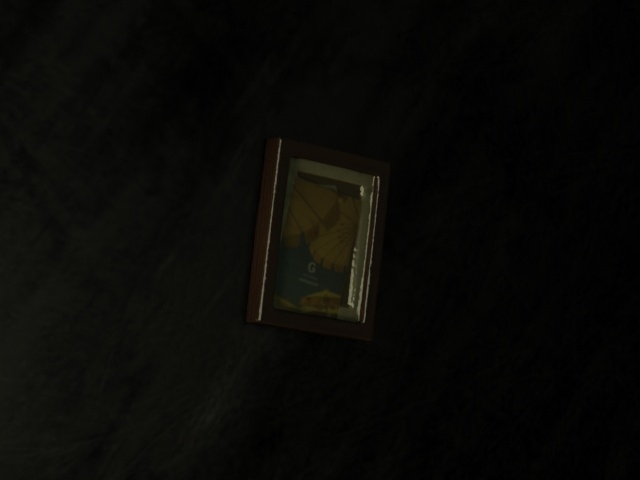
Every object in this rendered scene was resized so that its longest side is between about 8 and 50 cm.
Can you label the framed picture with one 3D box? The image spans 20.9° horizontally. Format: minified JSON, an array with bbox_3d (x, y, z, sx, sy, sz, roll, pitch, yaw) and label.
[{"bbox_3d":[0.000,0.000,1.578,0.128,0.023,0.168,11,81,-33],"label":"framed picture"}]
